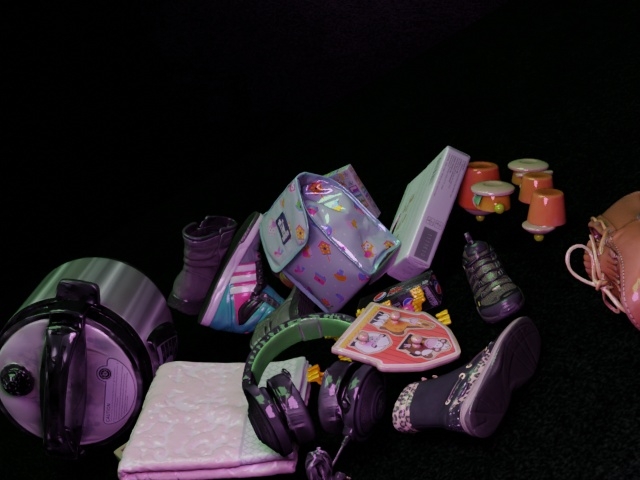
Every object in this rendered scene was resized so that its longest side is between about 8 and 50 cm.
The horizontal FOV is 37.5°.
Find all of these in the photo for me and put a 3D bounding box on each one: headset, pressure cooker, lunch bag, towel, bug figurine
[{"bbox_3d":[-0.010,0.254,1.521,0.243,0.185,0.394,-12,42,4],"label":"headset"},{"bbox_3d":[-0.544,0.270,2.150,0.375,0.370,0.420,-33,15,14],"label":"pressure cooker"},{"bbox_3d":[0.000,0.000,1.989,0.160,0.262,0.223,-48,-1,-37],"label":"lunch bag"},{"bbox_3d":[-0.183,0.318,1.732,0.316,0.054,0.332,-4,24,7],"label":"towel"},{"bbox_3d":[0.114,0.192,1.710,0.279,0.072,0.216,-24,27,13],"label":"bug figurine"}]

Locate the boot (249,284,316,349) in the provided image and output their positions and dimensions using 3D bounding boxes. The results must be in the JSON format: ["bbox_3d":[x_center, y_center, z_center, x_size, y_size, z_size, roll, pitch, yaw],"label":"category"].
[{"bbox_3d":[-0.081,0.158,2.124,0.161,0.083,0.246,-32,16,24],"label":"boot"}]

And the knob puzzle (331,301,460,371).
[{"bbox_3d":[0.140,0.158,1.562,0.213,0.030,0.213,1,26,-1],"label":"knob puzzle"}]

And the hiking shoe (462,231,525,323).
[{"bbox_3d":[0.291,0.064,1.674,0.086,0.114,0.227,-32,19,6],"label":"hiking shoe"}]

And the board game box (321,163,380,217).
[{"bbox_3d":[0.071,-0.110,2.411,0.103,0.154,0.026,-21,22,33],"label":"board game box"}]

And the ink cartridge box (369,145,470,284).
[{"bbox_3d":[0.209,-0.037,2.014,0.275,0.060,0.239,-67,7,-22],"label":"ink cartridge box"}]

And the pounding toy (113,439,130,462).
[{"bbox_3d":[-0.256,0.411,1.764,0.181,0.094,0.206,-33,24,-24],"label":"pounding toy"}]

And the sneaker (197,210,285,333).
[{"bbox_3d":[-0.149,0.095,2.215,0.296,0.178,0.124,-64,14,4],"label":"sneaker"}]

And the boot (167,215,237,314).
[{"bbox_3d":[-0.240,0.044,2.333,0.118,0.223,0.338,21,17,17],"label":"boot"}]

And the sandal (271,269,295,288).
[{"bbox_3d":[-0.075,0.092,2.294,0.049,0.072,0.180,-56,23,-16],"label":"sandal"}]

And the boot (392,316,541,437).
[{"bbox_3d":[0.226,0.212,1.464,0.178,0.085,0.236,-16,26,48],"label":"boot"}]

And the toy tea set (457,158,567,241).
[{"bbox_3d":[0.390,-0.071,1.916,0.199,0.124,0.336,-1,19,2],"label":"toy tea set"}]

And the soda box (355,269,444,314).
[{"bbox_3d":[0.156,0.120,1.854,0.168,0.053,0.060,-24,20,25],"label":"soda box"}]

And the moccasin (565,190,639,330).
[{"bbox_3d":[0.461,0.034,1.430,0.147,0.139,0.380,-27,19,20],"label":"moccasin"}]
